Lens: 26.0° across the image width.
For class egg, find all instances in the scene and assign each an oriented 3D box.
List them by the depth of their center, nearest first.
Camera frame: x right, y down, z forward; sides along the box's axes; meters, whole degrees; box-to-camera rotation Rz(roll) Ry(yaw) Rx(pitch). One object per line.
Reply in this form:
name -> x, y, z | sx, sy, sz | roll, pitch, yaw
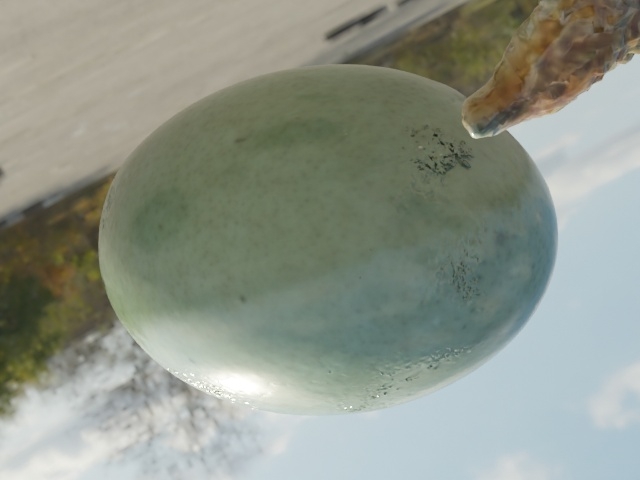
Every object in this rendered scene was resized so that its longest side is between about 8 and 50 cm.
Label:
egg -> 0.000, 0.000, 0.673 | 0.236, 0.169, 0.169 | -6, -164, 29

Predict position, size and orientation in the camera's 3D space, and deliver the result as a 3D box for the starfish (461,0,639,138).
starfish -> 0.151, -0.134, 0.290 | 0.295, 0.231, 0.048 | -67, -158, 14
